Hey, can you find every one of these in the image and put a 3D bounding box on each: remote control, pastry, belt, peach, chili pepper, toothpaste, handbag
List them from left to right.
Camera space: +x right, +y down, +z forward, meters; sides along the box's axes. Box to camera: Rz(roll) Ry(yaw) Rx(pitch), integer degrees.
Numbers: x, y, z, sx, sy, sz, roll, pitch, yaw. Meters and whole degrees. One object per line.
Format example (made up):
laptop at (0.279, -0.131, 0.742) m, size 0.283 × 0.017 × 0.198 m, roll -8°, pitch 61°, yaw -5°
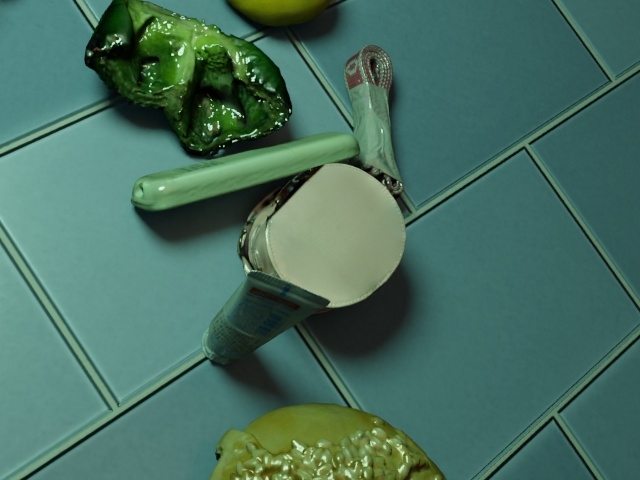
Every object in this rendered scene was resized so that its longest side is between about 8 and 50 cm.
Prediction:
chili pepper at (-0.167, -0.204, 1.152) m, size 0.264 × 0.116 × 0.148 m, roll 19°, pitch 52°, yaw -17°
remote control at (-0.090, -0.092, 1.146) m, size 0.309 × 0.090 × 0.038 m, roll -18°, pitch 108°, yaw -30°
toothpaste at (-0.075, 0.087, 0.996) m, size 0.089 × 0.234 × 0.057 m, roll 22°, pitch 63°, yaw -15°
peach at (-0.064, -0.383, 1.262) m, size 0.179 × 0.103 × 0.179 m, roll 7°, pitch 68°, yaw -19°
handbag at (0.000, 0.001, 1.132) m, size 0.179 × 0.116 × 0.205 m, roll 45°, pitch 60°, yaw -2°
pastry at (0.024, 0.316, 0.980) m, size 0.315 × 0.184 × 0.285 m, roll 30°, pitch 60°, yaw -11°
belt at (0.072, -0.164, 1.267) m, size 0.071 × 0.053 × 0.232 m, roll 6°, pitch 68°, yaw -31°
